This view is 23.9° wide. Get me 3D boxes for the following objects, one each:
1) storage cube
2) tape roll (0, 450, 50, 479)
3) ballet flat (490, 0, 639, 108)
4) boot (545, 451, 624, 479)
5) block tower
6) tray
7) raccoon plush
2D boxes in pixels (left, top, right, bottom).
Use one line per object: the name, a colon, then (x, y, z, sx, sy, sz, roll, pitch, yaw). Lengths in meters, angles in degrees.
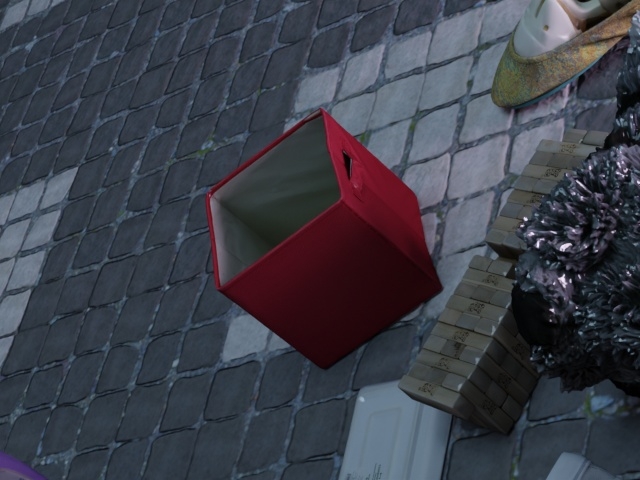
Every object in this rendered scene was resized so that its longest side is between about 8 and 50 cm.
storage cube: (0.000, 0.000, 1.787, 0.215, 0.193, 0.184, -37, 36, 20)
tape roll: (-0.331, 0.358, 1.743, 0.090, 0.275, 0.275, -50, 34, 1)
ballet flat: (0.321, -0.280, 1.765, 0.348, 0.123, 0.123, -29, 39, 27)
boot: (0.212, 0.297, 1.284, 0.123, 0.095, 0.258, 26, 53, 17)
block tower: (0.216, 0.045, 1.592, 0.091, 0.097, 0.335, 13, 66, 53)
tray: (0.064, 0.256, 1.614, 0.145, 0.030, 0.270, -18, 45, 39)
raccoon plush: (0.352, -0.018, 1.327, 0.299, 0.216, 0.446, 3, 82, 44)
